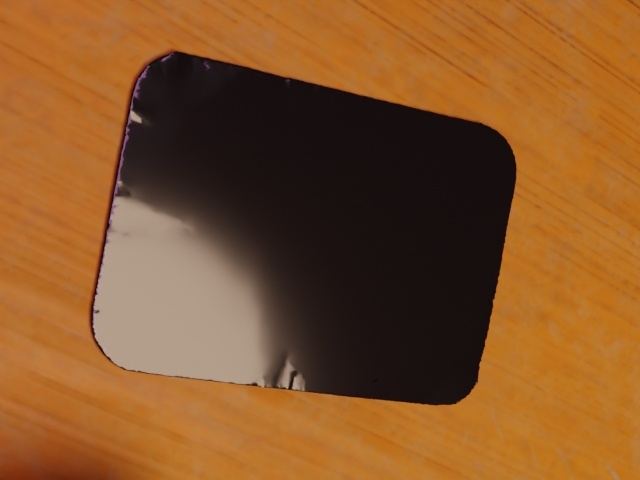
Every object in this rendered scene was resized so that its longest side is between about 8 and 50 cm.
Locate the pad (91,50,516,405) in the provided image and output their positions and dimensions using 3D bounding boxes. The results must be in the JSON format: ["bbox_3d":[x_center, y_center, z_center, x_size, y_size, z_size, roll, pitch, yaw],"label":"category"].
[{"bbox_3d":[0.000,0.000,0.865,0.267,0.004,0.181,11,89,-31],"label":"pad"}]
